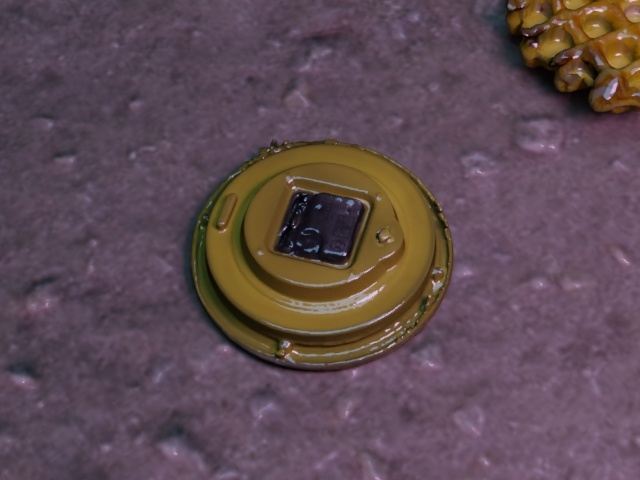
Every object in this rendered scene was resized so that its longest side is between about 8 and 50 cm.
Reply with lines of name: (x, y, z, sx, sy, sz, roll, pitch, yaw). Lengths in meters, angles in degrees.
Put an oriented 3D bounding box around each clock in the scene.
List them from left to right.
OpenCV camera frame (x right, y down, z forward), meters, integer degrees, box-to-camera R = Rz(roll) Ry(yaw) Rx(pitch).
clock: (0.000, 0.000, 1.450, 0.237, 0.057, 0.237, -1, 57, 2)

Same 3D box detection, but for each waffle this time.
waffle: (0.320, -0.241, 1.580, 0.329, 0.062, 0.329, -2, 54, 3)
